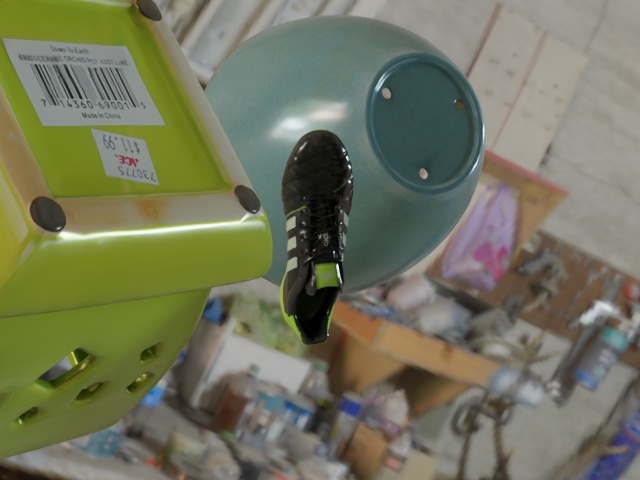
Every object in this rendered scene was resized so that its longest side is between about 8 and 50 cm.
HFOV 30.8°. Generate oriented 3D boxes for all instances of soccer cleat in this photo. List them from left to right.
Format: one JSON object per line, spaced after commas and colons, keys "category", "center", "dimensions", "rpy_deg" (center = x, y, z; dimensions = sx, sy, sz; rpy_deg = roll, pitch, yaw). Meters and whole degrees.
{"category": "soccer cleat", "center": [0.000, 0.000, 0.927], "dimensions": [0.060, 0.179, 0.072], "rpy_deg": [-4, 30, -16]}

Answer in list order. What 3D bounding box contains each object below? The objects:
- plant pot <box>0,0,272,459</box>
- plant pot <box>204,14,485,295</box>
{"category": "plant pot", "center": [-0.174, -0.023, 0.613], "dimensions": [0.228, 0.207, 0.227], "rpy_deg": [-6, 64, -53]}
{"category": "plant pot", "center": [0.048, -0.097, 1.137], "dimensions": [0.290, 0.290, 0.195], "rpy_deg": [25, -18, -25]}
